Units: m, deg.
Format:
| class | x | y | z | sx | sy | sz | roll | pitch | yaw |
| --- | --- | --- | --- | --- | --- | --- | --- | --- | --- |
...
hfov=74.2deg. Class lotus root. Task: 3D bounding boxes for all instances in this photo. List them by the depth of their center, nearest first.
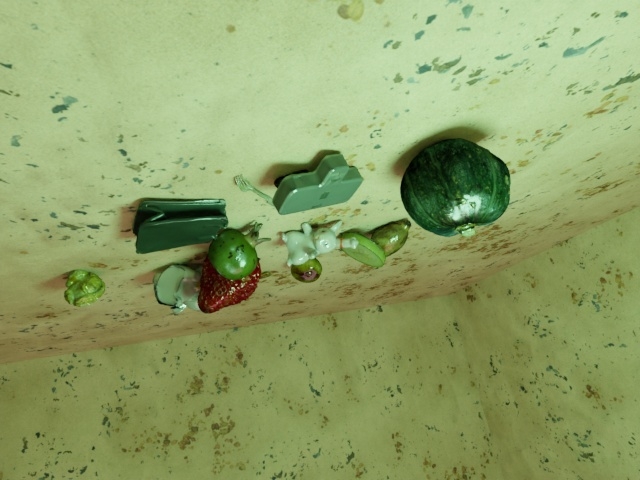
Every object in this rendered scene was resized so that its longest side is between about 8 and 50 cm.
| class | x | y | z | sx | sy | sz | roll | pitch | yaw |
| --- | --- | --- | --- | --- | --- | --- | --- | --- | --- |
| lotus root | 0.293 | -0.010 | 1.772 | 0.138 | 0.139 | 0.214 | 7 | 142 | -44 |

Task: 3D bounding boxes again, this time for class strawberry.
| class | x | y | z | sx | sy | sz | roll | pitch | yaw |
| --- | --- | --- | --- | --- | --- | --- | --- | --- | --- |
| strawberry | -0.358 | 0.165 | 1.659 | 0.260 | 0.258 | 0.261 | -5 | 159 | -2 |

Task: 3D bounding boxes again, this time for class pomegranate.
| class | x | y | z | sx | sy | sz | roll | pitch | yaw |
| --- | --- | --- | --- | --- | --- | --- | --- | --- | --- |
| pomegranate | -0.278 | 0.031 | 1.475 | 0.224 | 0.182 | 0.181 | -35 | 159 | 2 |

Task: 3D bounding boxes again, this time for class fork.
| class | x | y | z | sx | sy | sz | roll | pitch | yaw |
| --- | --- | --- | --- | --- | --- | --- | --- | --- | --- |
| fork | -0.187 | -0.137 | 1.244 | 0.034 | 0.029 | 0.219 | -21 | 159 | 13 |

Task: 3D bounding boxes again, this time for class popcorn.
| class | x | y | z | sx | sy | sz | roll | pitch | yaw |
| --- | --- | --- | --- | --- | --- | --- | --- | --- | --- |
| popcorn | -0.884 | 0.187 | 1.588 | 0.135 | 0.141 | 0.163 | 1 | 118 | -28 |

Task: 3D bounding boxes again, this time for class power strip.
| class | x | y | z | sx | sy | sz | roll | pitch | yaw |
| --- | --- | --- | --- | --- | --- | --- | --- | --- | --- |
| power strip | 0.008 | -0.162 | 1.182 | 0.264 | 0.059 | 0.194 | -14 | 156 | -34 |

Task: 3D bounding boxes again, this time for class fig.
| class | x | y | z | sx | sy | sz | roll | pitch | yaw |
| --- | --- | --- | --- | --- | --- | --- | --- | --- | --- |
| fig | -0.066 | 0.132 | 1.945 | 0.152 | 0.121 | 0.136 | -1 | 129 | 28 |

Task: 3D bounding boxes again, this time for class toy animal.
| class | x | y | z | sx | sy | sz | roll | pitch | yaw |
| --- | --- | --- | --- | --- | --- | --- | --- | --- | --- |
| toy animal | -0.013 | 0.001 | 1.591 | 0.282 | 0.141 | 0.138 | -17 | 169 | 26 |
| toy animal | -0.565 | 0.209 | 1.792 | 0.247 | 0.183 | 0.310 | -9 | 167 | 7 |

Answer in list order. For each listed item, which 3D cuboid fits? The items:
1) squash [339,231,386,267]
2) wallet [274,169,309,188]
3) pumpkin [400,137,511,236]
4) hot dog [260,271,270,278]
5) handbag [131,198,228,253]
| class | x | y | z | sx | sy | sz | roll | pitch | yaw |
| --- | --- | --- | --- | --- | --- | --- | --- | --- | --- |
| squash | 0.171 | 0.046 | 1.776 | 0.219 | 0.041 | 0.219 | 27 | 158 | 12 |
| wallet | -0.058 | -0.151 | 1.279 | 0.110 | 0.031 | 0.198 | -16 | 160 | 11 |
| pumpkin | 0.354 | -0.151 | 1.186 | 0.196 | 0.264 | 0.292 | 14 | 148 | -41 |
| hot dog | -0.280 | 0.169 | 2.080 | 0.083 | 0.021 | 0.037 | -16 | 140 | 20 |
| handbag | -0.429 | -0.042 | 1.296 | 0.259 | 0.079 | 0.247 | -4 | 161 | -29 |
